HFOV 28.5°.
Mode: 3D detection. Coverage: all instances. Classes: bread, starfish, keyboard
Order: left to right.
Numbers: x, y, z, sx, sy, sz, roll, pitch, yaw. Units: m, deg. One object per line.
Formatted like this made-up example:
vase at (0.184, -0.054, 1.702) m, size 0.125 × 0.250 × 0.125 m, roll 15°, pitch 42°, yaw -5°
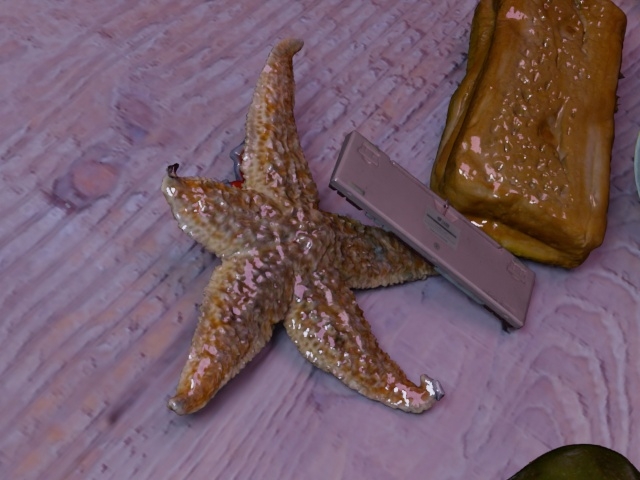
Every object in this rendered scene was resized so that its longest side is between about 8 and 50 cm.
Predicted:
starfish at (-0.003, 0.003, 0.798) m, size 0.231 × 0.048 × 0.295 m, roll 27°, pitch 49°, yaw -23°
keyboard at (0.075, -0.006, 0.829) m, size 0.166 × 0.017 × 0.055 m, roll 37°, pitch 46°, yaw -17°
bread at (0.166, -0.096, 0.949) m, size 0.139 × 0.077 × 0.271 m, roll 24°, pitch 47°, yaw -8°

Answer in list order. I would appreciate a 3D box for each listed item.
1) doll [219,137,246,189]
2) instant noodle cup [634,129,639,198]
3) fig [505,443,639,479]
doll at (-0.038, -0.045, 0.845) m, size 0.057 × 0.039 × 0.114 m, roll 6°, pitch 53°, yaw 11°
instant noodle cup at (0.378, -0.089, 0.907) m, size 0.311 × 0.311 × 0.221 m, roll 36°, pitch 57°, yaw 9°
fig at (0.148, 0.200, 0.676) m, size 0.117 × 0.117 × 0.177 m, roll -13°, pitch 79°, yaw -32°
